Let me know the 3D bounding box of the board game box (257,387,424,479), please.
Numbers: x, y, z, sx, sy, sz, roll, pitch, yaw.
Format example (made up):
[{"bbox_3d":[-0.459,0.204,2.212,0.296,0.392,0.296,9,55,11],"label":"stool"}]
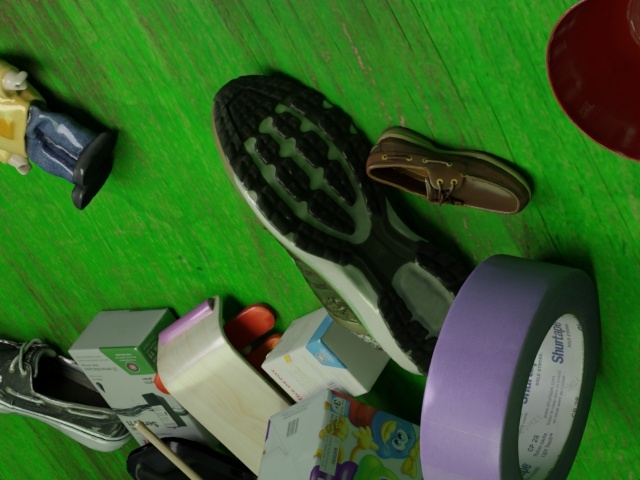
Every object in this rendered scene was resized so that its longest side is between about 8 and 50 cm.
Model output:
[{"bbox_3d":[0.075,0.311,1.764,0.275,0.142,0.144,25,148,-23],"label":"board game box"}]

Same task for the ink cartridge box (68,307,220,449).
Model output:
[{"bbox_3d":[-0.232,0.200,1.997,0.153,0.087,0.208,-7,127,41],"label":"ink cartridge box"}]

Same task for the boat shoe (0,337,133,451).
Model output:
[{"bbox_3d":[-0.427,0.202,2.145,0.335,0.121,0.119,20,133,2],"label":"boat shoe"}]

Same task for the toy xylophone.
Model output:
[{"bbox_3d":[-0.103,0.232,1.880,0.236,0.081,0.322,-28,112,21],"label":"toy xylophone"}]

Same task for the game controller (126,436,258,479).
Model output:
[{"bbox_3d":[-0.119,0.363,2.039,0.319,0.067,0.166,28,139,-24],"label":"game controller"}]

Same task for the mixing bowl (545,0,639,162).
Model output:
[{"bbox_3d":[0.295,-0.162,1.215,0.181,0.098,0.181,20,139,19],"label":"mixing bowl"}]

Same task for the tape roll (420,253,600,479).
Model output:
[{"bbox_3d":[0.203,0.156,1.472,0.090,0.275,0.274,13,136,27],"label":"tape roll"}]

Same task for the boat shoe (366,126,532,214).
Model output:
[{"bbox_3d":[0.130,-0.060,1.475,0.178,0.060,0.064,20,140,19],"label":"boat shoe"}]

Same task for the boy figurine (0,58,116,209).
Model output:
[{"bbox_3d":[-0.390,-0.156,1.746,0.285,0.092,0.177,29,144,4],"label":"boy figurine"}]

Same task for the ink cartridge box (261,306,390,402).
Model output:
[{"bbox_3d":[0.006,0.144,1.758,0.092,0.090,0.143,48,141,-14],"label":"ink cartridge box"}]

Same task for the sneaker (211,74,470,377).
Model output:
[{"bbox_3d":[0.000,0.000,1.583,0.410,0.158,0.182,52,151,-13],"label":"sneaker"}]
